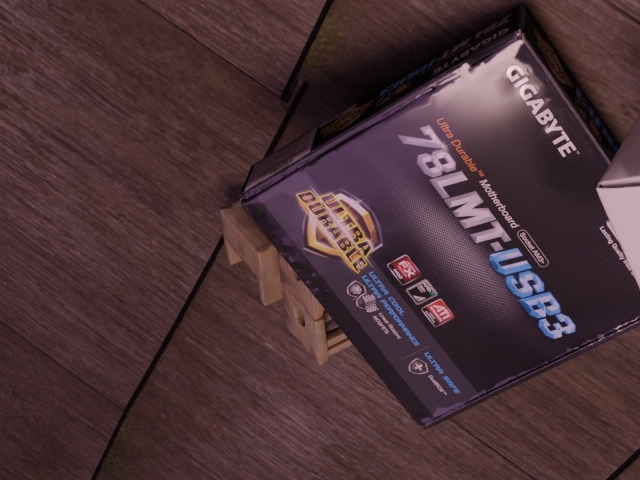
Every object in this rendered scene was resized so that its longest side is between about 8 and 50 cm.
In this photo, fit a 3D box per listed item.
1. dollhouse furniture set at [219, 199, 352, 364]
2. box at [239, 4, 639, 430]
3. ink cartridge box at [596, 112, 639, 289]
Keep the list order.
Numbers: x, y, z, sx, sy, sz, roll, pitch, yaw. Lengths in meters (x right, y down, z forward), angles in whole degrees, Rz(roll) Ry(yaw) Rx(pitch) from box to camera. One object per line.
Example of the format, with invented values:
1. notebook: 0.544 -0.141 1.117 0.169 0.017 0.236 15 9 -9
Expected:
1. dollhouse furniture set: 0.000 0.000 1.645 0.183 0.129 0.129 47 153 40
2. box: 0.131 -0.010 1.455 0.293 0.073 0.295 -28 112 23
3. ink cartridge box: 0.343 0.003 1.283 0.117 0.207 0.283 -5 125 38
